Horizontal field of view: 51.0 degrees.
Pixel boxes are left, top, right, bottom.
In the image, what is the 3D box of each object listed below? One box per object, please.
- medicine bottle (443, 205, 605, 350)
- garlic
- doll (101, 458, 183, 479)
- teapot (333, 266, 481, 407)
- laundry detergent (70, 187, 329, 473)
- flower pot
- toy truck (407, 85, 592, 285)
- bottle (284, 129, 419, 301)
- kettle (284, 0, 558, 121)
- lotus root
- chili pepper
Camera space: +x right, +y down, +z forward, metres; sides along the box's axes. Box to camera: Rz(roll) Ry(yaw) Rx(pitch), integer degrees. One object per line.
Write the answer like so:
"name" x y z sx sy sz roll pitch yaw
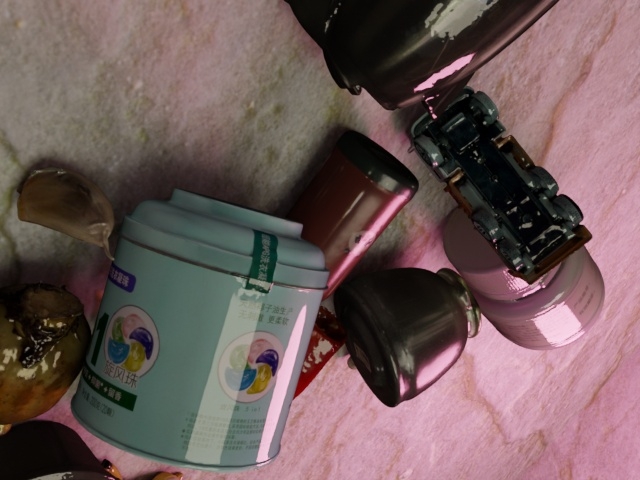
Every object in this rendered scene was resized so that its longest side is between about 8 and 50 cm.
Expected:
"medicine bottle" 0.394 0.052 1.307 0.241 0.241 0.302 -43 130 5
"garlic" -0.303 -0.040 0.834 0.066 0.152 0.084 102 10 -84
"doll" -0.361 0.488 1.279 0.291 0.086 0.117 34 73 -49
"teapot" 0.173 0.184 1.264 0.239 0.239 0.322 -21 136 -16
"laundry detergent" -0.148 0.100 0.893 0.287 0.287 0.305 14 92 -42
"flower pot" -0.453 0.400 1.070 0.268 0.166 0.269 -19 134 -21
"toy truck" 0.271 -0.086 1.073 0.136 0.305 0.162 -38 178 0
"bottle" 0.000 0.000 1.056 0.144 0.144 0.336 21 114 -44
"kettle" 0.113 -0.329 0.815 0.324 0.228 0.321 -44 112 12
"lotus root" -0.415 0.161 0.908 0.169 0.141 0.314 13 127 -39
"chili pepper" -0.104 0.253 1.221 0.134 0.131 0.338 36 111 -18
